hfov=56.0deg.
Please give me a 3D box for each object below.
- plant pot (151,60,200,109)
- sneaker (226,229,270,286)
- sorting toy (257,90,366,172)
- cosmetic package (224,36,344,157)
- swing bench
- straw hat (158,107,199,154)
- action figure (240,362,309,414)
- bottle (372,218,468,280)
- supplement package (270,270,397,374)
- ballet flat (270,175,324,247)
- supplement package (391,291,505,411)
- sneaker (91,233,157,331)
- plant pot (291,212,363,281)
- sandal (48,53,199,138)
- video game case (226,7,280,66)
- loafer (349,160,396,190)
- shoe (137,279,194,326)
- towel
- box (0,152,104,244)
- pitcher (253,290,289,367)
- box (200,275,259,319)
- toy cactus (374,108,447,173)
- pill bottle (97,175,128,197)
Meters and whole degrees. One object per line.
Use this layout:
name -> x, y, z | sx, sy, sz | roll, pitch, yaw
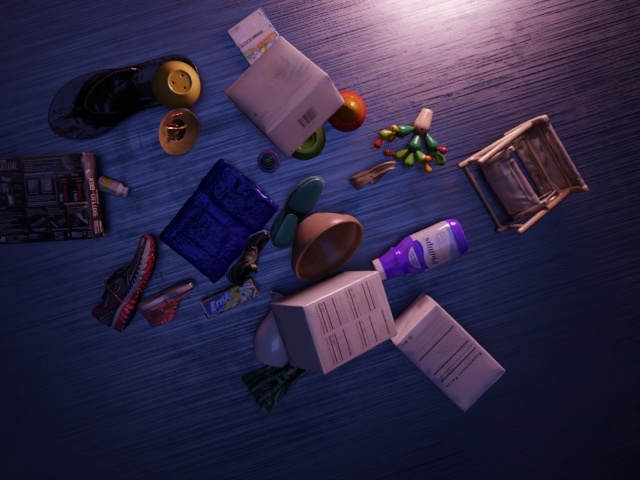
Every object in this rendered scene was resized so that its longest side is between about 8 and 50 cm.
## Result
plant pot -> -0.390, -0.429, 1.648 | 0.134, 0.095, 0.135 | -3, 98, -19
sneaker -> -0.200, 0.054, 1.758 | 0.078, 0.067, 0.188 | 38, 96, 35
sorting toy -> -0.023, -0.309, 1.727 | 0.365, 0.126, 0.127 | -33, 98, 0
cosmetic package -> -0.101, -0.395, 1.655 | 0.224, 0.138, 0.225 | -44, 58, 2
swing bench -> 0.594, -0.189, 1.765 | 0.254, 0.165, 0.253 | -33, 97, -5
straw hat -> -0.420, -0.322, 1.725 | 0.061, 0.144, 0.145 | 32, 95, 33
action figure -> -0.113, 0.412, 1.837 | 0.232, 0.063, 0.137 | -36, 94, -3
bottle -> 0.295, 0.036, 1.802 | 0.282, 0.092, 0.118 | -23, 99, -1
supplement package -> 0.037, 0.223, 1.705 | 0.262, 0.199, 0.198 | -22, 98, -30
ballet flat -> -0.077, -0.094, 1.761 | 0.083, 0.087, 0.247 | 25, 106, -24
supplement package -> 0.366, 0.326, 1.797 | 0.293, 0.177, 0.175 | 44, 92, -8
sneaker -> -0.563, 0.117, 1.743 | 0.111, 0.121, 0.299 | 26, 95, -4
plant pot -> 0.000, 0.000, 1.744 | 0.237, 0.237, 0.110 | -42, 59, 1
sandal -> -0.562, -0.417, 1.687 | 0.445, 0.107, 0.168 | -22, 98, -2
video game case -> -0.175, -0.568, 1.742 | 0.119, 0.015, 0.166 | -35, 97, 0
loafer -> 0.160, -0.194, 1.789 | 0.147, 0.056, 0.050 | -23, 98, 9
shoe -> -0.445, 0.187, 1.791 | 0.177, 0.063, 0.081 | -27, 112, -5
towel -> -0.299, -0.055, 1.762 | 0.227, 0.076, 0.308 | 39, 93, -6
box -> -0.785, -0.117, 1.701 | 0.307, 0.076, 0.243 | -4, 96, 5
pitcher -> -0.100, 0.273, 1.796 | 0.177, 0.125, 0.207 | 17, 83, -13
box -> -0.271, 0.172, 1.800 | 0.168, 0.054, 0.059 | -25, 98, -1
toy cactus -> 0.282, -0.302, 1.768 | 0.218, 0.112, 0.181 | 21, 85, 3
pill bottle -> -0.602, -0.153, 1.747 | 0.083, 0.043, 0.044 | 21, 95, -6
